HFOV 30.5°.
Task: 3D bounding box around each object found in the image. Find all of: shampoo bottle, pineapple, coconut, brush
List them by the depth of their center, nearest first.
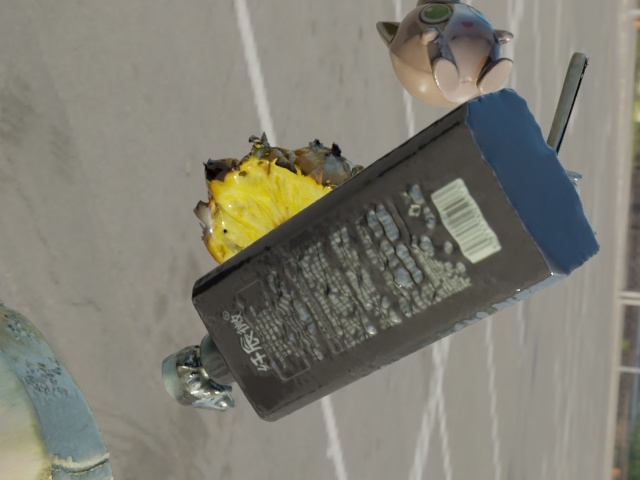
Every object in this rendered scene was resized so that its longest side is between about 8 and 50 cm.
[{"bbox_3d":[0.006,0.031,0.667,0.071,0.309,0.098,-29,88,-49],"label":"shampoo bottle"},{"bbox_3d":[0.000,0.000,0.910,0.076,0.225,0.225,-47,142,-37],"label":"pineapple"},{"bbox_3d":[-0.363,0.211,1.071,0.352,0.352,0.353,4,90,-74],"label":"coconut"},{"bbox_3d":[0.309,-0.106,1.489,0.070,0.065,0.327,77,30,-57],"label":"brush"}]

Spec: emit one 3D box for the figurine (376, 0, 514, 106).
[{"bbox_3d":[0.134,-0.205,1.256,0.138,0.125,0.125,-118,-166,-49],"label":"figurine"}]
